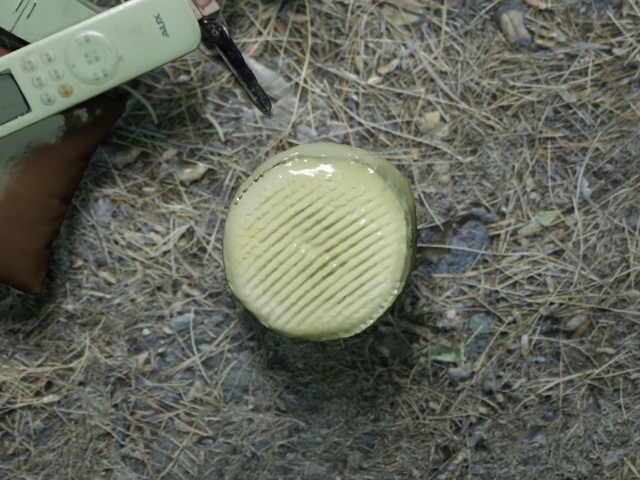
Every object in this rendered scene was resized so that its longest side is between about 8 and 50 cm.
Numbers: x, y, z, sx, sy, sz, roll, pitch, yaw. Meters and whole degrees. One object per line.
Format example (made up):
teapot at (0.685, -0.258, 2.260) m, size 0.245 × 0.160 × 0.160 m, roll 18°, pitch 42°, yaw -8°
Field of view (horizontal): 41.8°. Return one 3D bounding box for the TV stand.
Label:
TV stand at (-0.362, -0.298, 1.054) m, size 0.270 × 0.088 × 0.082 m, roll 31°, pitch 101°, yaw -17°

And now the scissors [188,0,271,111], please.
scissors at (-0.152, -0.296, 1.102) m, size 0.160 × 0.024 × 0.317 m, roll -18°, pitch 124°, yaw 26°

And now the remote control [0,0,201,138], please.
remote control at (-0.296, -0.215, 1.021) m, size 0.310 × 0.038 × 0.090 m, roll -25°, pitch 109°, yaw -5°

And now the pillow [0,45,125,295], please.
pillow at (-0.452, -0.114, 1.089) m, size 0.306 × 0.108 × 0.307 m, roll 24°, pitch 102°, yaw -17°

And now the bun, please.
bun at (0.000, 0.000, 1.185) m, size 0.288 × 0.146 × 0.287 m, roll 0°, pitch 99°, yaw 3°
